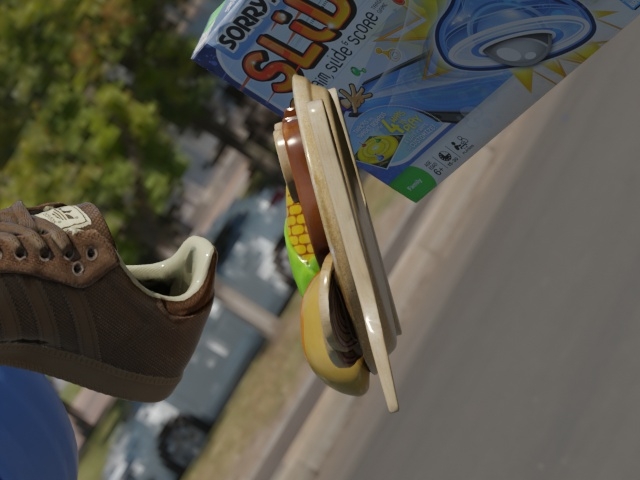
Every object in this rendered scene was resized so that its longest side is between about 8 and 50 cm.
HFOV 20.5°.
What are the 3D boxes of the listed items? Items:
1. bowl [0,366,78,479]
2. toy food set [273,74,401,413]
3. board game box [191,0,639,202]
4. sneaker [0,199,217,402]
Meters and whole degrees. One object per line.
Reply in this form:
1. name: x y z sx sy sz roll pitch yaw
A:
1. bowl: -0.347 0.142 1.084 0.391 0.391 0.077 126 157 -44
2. toy food set: 0.000 0.000 0.706 0.038 0.132 0.192 -15 4 4
3. board game box: 0.047 -0.108 0.796 0.201 0.136 0.035 -42 21 49
4. sneaker: -0.120 0.010 0.685 0.066 0.188 0.071 35 103 43
